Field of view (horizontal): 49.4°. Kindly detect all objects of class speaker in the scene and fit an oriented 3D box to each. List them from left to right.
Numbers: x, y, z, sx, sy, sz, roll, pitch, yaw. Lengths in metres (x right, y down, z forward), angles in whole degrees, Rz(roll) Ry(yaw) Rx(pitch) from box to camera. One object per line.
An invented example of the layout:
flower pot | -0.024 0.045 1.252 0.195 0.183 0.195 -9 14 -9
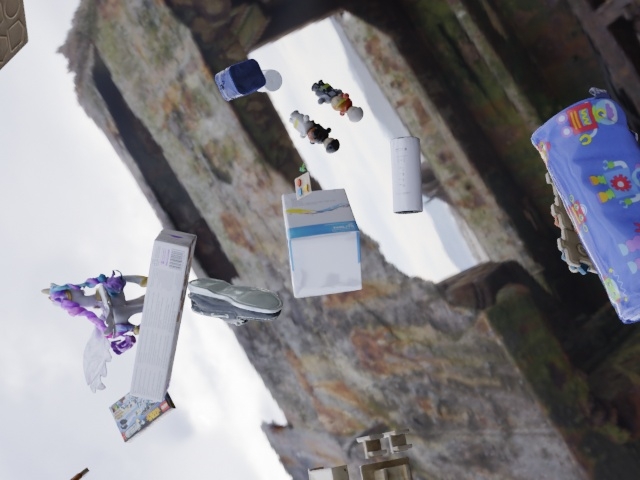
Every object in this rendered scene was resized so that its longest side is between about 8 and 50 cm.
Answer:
speaker | 0.156 -0.116 1.259 0.055 0.055 0.136 20 -113 -75

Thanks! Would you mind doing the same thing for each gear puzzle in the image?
gear puzzle | 0.519 -0.068 1.396 0.175 0.044 0.339 16 -126 -18

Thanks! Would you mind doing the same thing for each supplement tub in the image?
supplement tub | -0.169 -0.504 2.195 0.071 0.071 0.107 59 165 -23

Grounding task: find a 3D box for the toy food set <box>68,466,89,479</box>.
toy food set | -0.527 0.517 1.459 0.019 0.078 0.122 47 -144 10

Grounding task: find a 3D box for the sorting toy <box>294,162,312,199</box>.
sorting toy | -0.046 -0.149 1.734 0.012 0.062 0.083 8 -114 -38

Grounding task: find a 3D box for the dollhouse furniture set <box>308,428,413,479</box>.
dollhouse furniture set | 0.114 0.611 1.771 0.161 0.242 0.212 137 126 -60

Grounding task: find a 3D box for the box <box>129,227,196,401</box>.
box | -0.285 0.137 1.256 0.063 0.067 0.324 -81 3 -69

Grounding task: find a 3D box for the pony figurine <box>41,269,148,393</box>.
pony figurine | -0.603 0.226 2.047 0.363 0.303 0.351 1 -147 -37

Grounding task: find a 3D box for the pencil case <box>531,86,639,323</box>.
pencil case | 0.398 -0.046 0.927 0.119 0.133 0.306 83 170 -69

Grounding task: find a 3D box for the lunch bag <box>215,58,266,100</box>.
lunch bag | -0.176 -0.340 1.487 0.098 0.065 0.067 -30 -77 -37

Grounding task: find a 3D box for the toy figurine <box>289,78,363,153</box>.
toy figurine | 0.022 -0.409 2.324 0.148 0.213 0.209 45 -168 20

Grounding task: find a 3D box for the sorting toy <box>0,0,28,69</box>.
sorting toy | -0.775 -0.522 1.692 0.193 0.038 0.208 107 176 -48

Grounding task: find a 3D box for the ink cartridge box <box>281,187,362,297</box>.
ink cartridge box | 0.000 0.000 2.015 0.270 0.197 0.198 -104 8 -58

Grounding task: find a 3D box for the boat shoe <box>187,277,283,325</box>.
boat shoe | -0.221 0.170 1.805 0.114 0.302 0.091 -19 -65 -47

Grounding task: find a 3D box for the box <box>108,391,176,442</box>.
box | -0.401 0.377 1.565 0.094 0.137 0.027 56 -173 25
